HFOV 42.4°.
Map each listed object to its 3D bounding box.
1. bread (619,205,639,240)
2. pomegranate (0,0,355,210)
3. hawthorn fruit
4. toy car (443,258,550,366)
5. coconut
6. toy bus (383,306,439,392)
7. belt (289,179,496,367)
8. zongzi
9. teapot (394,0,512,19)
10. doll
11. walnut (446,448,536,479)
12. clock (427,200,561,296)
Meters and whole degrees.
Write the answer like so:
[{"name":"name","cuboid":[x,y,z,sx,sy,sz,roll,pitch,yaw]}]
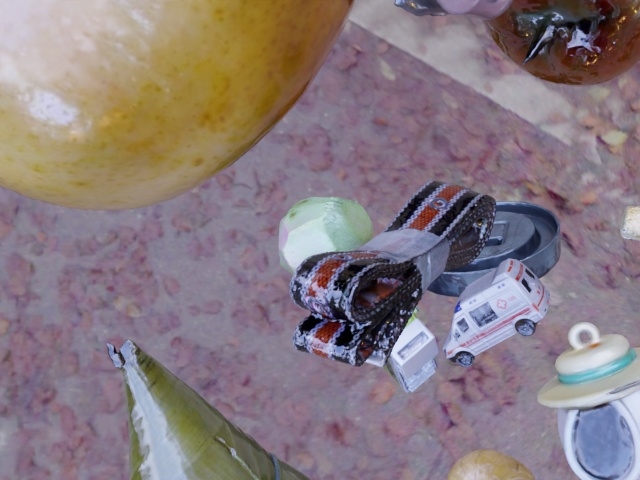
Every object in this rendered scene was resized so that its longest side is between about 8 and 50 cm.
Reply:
[{"name":"bread","cuboid":[0.600,-0.029,1.530,0.083,0.035,0.070,11,63,14]},{"name":"pomegranate","cuboid":[-0.176,-0.228,0.592,0.416,0.416,0.417,-2,84,22]},{"name":"hawthorn fruit","cuboid":[0.317,-0.319,1.015,0.267,0.268,0.301,24,74,23]},{"name":"toy car","cuboid":[0.272,0.121,1.366,0.108,0.089,0.209,46,126,-10]},{"name":"coconut","cuboid":[0.000,0.000,1.876,0.235,0.236,0.205,-30,116,17]},{"name":"toy bus","cuboid":[0.173,0.223,1.708,0.113,0.302,0.139,-39,62,-7]},{"name":"belt","cuboid":[0.098,0.023,0.965,0.094,0.359,0.126,10,122,33]},{"name":"zongzi","cuboid":[-0.121,0.219,0.577,0.228,0.256,0.115,-43,26,0]},{"name":"teapot","cuboid":[0.138,-0.428,0.890,0.376,0.305,0.362,61,140,39]},{"name":"doll","cuboid":[0.295,0.237,0.808,0.208,0.144,0.271,23,97,12]},{"name":"walnut","cuboid":[0.340,0.513,1.629,0.193,0.225,0.193,-10,70,28]},{"name":"clock","cuboid":[0.335,0.012,1.701,0.318,0.319,0.066,-5,116,22]}]
